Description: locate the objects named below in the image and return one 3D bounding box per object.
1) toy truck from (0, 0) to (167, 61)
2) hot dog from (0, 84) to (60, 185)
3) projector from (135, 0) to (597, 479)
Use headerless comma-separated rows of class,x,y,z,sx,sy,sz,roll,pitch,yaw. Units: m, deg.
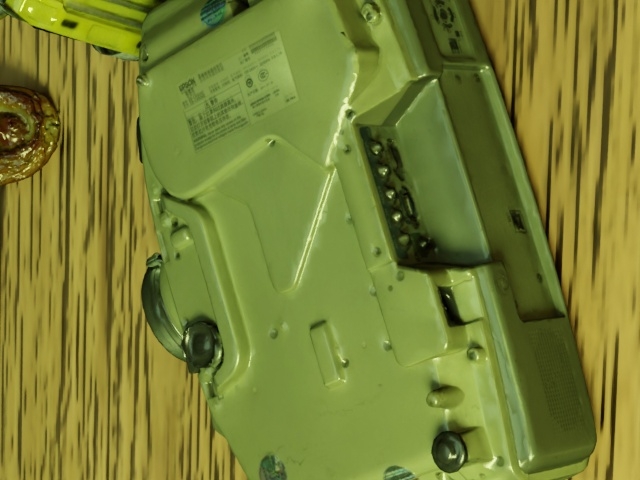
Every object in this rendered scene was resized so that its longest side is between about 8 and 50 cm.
toy truck,-0.154,-0.216,0.993,0.272,0.124,0.157,46,112,36
hot dog,-0.181,-0.057,1.087,0.083,0.035,0.058,-9,83,44
projector,0.000,0.000,0.879,0.193,0.088,0.269,-26,75,39
